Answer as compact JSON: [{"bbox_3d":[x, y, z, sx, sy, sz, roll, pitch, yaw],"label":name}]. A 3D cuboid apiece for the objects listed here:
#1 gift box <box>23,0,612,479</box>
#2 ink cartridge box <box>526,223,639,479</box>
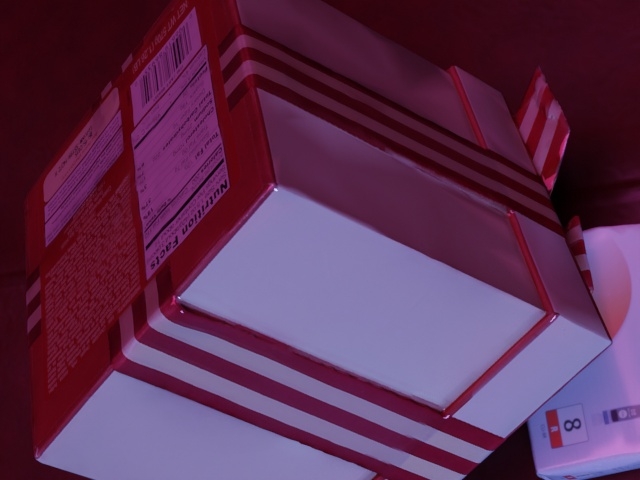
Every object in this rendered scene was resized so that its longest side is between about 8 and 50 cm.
[{"bbox_3d":[0.000,0.000,0.856,0.255,0.258,0.276,-44,35,31],"label":"gift box"},{"bbox_3d":[0.204,0.056,0.874,0.179,0.045,0.145,-18,64,25],"label":"ink cartridge box"}]
